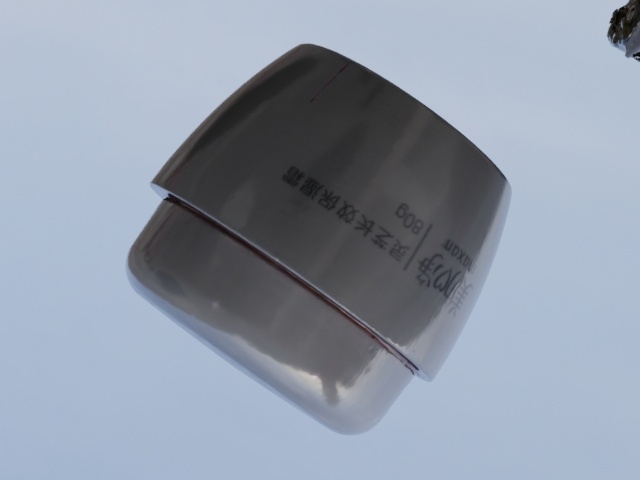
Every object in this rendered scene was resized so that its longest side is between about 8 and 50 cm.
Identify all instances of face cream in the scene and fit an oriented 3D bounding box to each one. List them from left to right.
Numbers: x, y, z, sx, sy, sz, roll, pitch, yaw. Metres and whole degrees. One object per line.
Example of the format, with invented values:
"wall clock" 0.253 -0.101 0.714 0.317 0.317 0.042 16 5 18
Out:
"face cream" 0.000 0.000 0.616 0.117 0.104 0.117 35 174 4

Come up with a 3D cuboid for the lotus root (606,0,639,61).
"lotus root" 0.339 -0.133 0.892 0.398 0.196 0.179 -4 -126 -2
